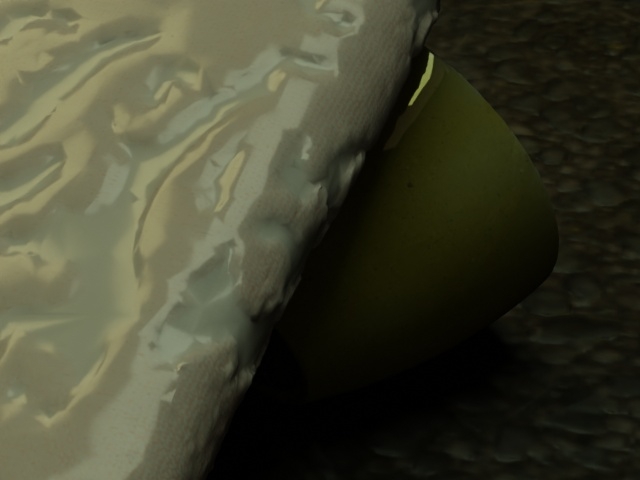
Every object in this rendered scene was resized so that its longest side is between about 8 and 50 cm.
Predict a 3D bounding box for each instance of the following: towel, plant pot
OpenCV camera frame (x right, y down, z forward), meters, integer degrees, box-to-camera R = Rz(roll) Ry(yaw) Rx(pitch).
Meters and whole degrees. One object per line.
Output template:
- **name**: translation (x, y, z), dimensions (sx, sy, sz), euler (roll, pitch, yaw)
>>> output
- **towel**: translation (-0.145, -0.016, 0.604), dimensions (0.317, 0.053, 0.331), euler (12, 60, 25)
- **plant pot**: translation (0.000, 0.000, 0.657), dimensions (0.134, 0.134, 0.095), euler (26, 60, 33)
